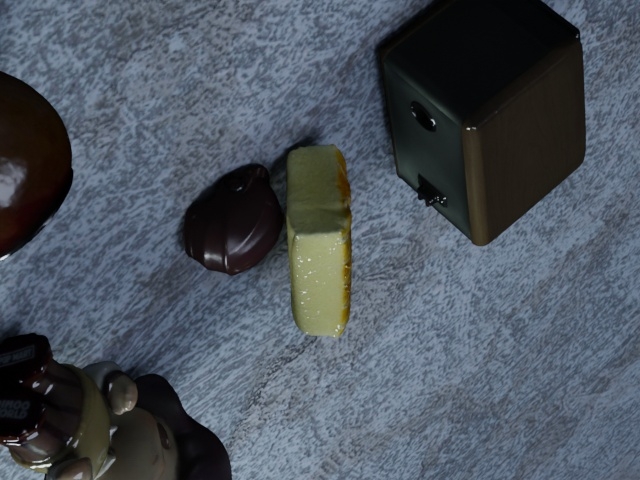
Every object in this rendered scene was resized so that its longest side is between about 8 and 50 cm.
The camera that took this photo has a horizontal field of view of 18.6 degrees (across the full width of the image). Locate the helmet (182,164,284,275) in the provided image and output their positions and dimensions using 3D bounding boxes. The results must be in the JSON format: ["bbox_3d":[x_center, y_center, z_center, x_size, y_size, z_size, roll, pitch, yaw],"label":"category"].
[{"bbox_3d":[-0.079,-0.014,1.997,0.123,0.070,0.098,-38,150,-16],"label":"helmet"}]

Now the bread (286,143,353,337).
[{"bbox_3d":[0.000,0.001,2.066,0.068,0.125,0.188,-2,142,0],"label":"bread"}]

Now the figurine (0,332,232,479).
[{"bbox_3d":[-0.204,0.218,1.992,0.206,0.218,0.365,-16,144,-1],"label":"figurine"}]

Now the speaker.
[{"bbox_3d":[0.175,-0.142,2.101,0.192,0.153,0.231,-38,151,-16],"label":"speaker"}]

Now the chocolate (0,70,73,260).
[{"bbox_3d":[-0.292,-0.069,1.562,0.176,0.177,0.177,-34,149,-24],"label":"chocolate"}]
